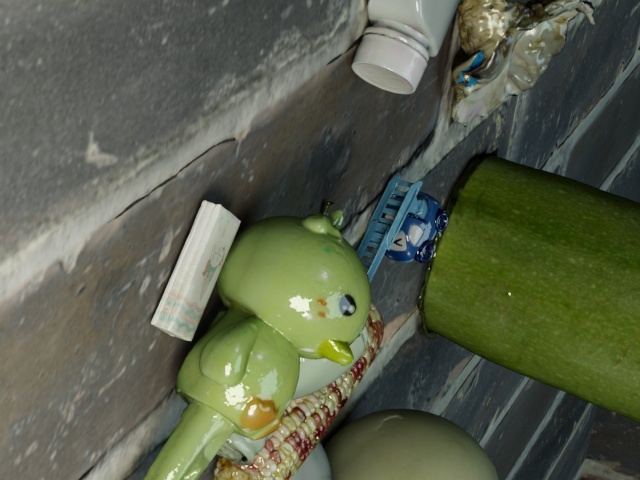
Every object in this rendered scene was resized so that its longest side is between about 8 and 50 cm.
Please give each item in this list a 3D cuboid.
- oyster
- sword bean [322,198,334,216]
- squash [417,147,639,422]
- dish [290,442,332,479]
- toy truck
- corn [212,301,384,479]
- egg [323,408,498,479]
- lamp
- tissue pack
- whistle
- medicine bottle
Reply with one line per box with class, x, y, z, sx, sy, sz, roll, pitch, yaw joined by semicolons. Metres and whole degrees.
oyster;0.208;-0.214;1.805;0.214;0.083;0.223;-21;155;-42
sword bean;0.000;0.000;1.540;0.012;0.012;0.083;-27;132;-64
squash;0.340;0.068;1.990;0.263;0.384;0.263;-56;158;-36
dish;-0.036;0.279;1.593;0.229;0.081;0.229;18;90;-71
toy truck;0.079;0.003;1.695;0.074;0.063;0.136;42;68;-49
corn;-0.021;0.147;1.508;0.253;0.086;0.086;-53;154;-37
egg;0.092;0.294;1.752;0.269;0.219;0.219;103;9;-80
lamp;-0.035;0.112;1.425;0.193;0.106;0.106;-52;155;-21
tissue pack;-0.098;0.025;1.265;0.056;0.023;0.108;42;68;-72
whistle;-0.044;0.103;1.302;0.141;0.141;0.294;62;45;-65
medicine bottle;0.092;-0.232;1.490;0.119;0.069;0.183;54;56;-69
